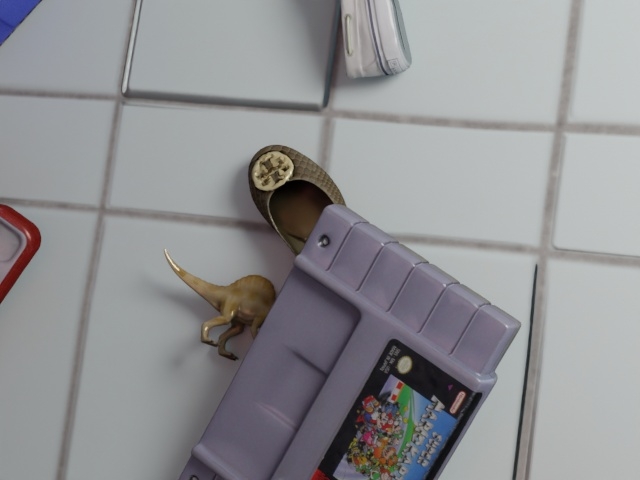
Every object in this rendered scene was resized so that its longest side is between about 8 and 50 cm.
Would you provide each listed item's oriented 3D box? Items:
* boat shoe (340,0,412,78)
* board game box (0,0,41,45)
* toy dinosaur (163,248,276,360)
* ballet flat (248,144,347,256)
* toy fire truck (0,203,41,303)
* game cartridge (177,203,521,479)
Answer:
[{"bbox_3d":[0.037,-0.280,1.434,0.075,0.083,0.226,-12,78,15],"label":"boat shoe"},{"bbox_3d":[-0.471,-0.375,1.539,0.141,0.232,0.291,-46,71,5],"label":"board game box"},{"bbox_3d":[-0.090,0.075,1.445,0.183,0.053,0.093,16,71,13],"label":"toy dinosaur"},{"bbox_3d":[0.000,0.000,1.414,0.084,0.058,0.250,-35,73,10],"label":"ballet flat"},{"bbox_3d":[-0.490,0.047,1.526,0.254,0.169,0.302,35,94,1],"label":"toy fire truck"},{"bbox_3d":[0.019,0.173,1.342,0.230,0.068,0.355,35,106,24],"label":"game cartridge"}]
